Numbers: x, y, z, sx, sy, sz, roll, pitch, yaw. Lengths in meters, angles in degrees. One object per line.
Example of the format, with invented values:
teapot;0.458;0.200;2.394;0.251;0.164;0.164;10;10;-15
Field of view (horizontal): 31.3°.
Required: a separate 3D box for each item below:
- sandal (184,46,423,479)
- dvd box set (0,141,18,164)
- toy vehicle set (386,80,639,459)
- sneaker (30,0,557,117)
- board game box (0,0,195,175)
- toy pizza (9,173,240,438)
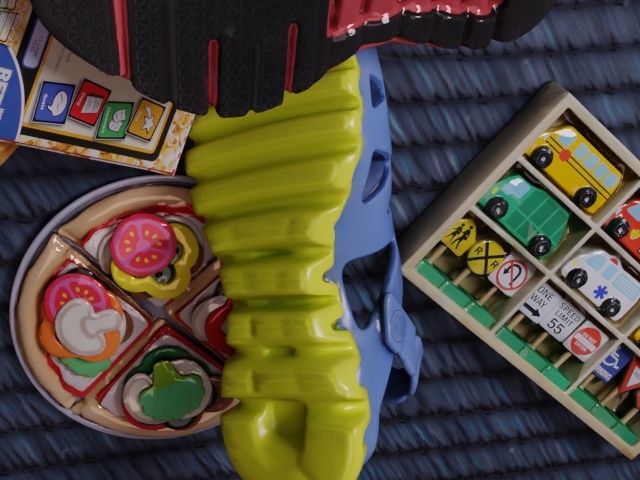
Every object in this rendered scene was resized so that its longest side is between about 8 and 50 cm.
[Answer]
sandal;0.000;0.000;0.727;0.126;0.138;0.317;4;98;32
dvd box set;-0.365;-0.046;0.545;0.420;0.062;0.307;-50;117;-22
toy vehicle set;0.198;0.030;0.830;0.267;0.035;0.166;38;100;-24
sneaker;-0.014;-0.157;0.622;0.314;0.136;0.116;-12;134;-28
board game box;-0.130;-0.120;0.614;0.193;0.045;0.146;10;104;-57
toy pizza;-0.106;0.053;0.772;0.201;0.032;0.201;-5;114;-11
